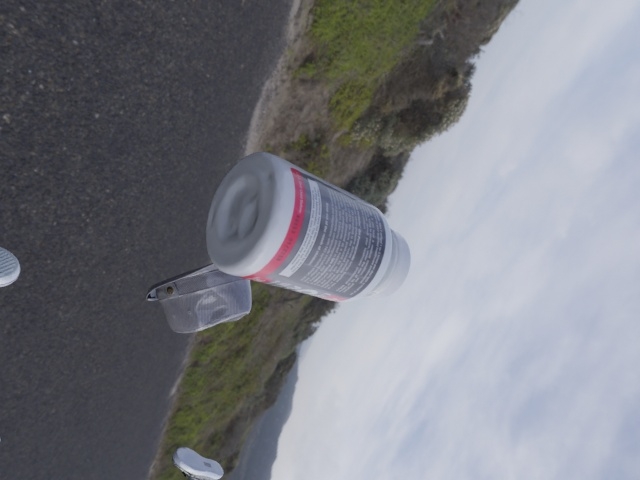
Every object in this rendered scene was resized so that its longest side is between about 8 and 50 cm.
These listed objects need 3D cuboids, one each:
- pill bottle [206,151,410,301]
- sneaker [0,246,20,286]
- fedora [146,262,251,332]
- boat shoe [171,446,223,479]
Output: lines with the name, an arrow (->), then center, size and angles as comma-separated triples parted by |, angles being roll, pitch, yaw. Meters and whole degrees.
pill bottle -> 0.000, 0.000, 0.694 | 0.319, 0.176, 0.176 | 21, 102, -41
sneaker -> -0.747, 0.084, 0.901 | 0.102, 0.283, 0.160 | -88, -175, -49
fedora -> -0.247, 0.131, 0.986 | 0.276, 0.124, 0.244 | -18, 172, 18
boat shoe -> -0.246, 0.450, 0.865 | 0.040, 0.049, 0.142 | -40, 132, -3
